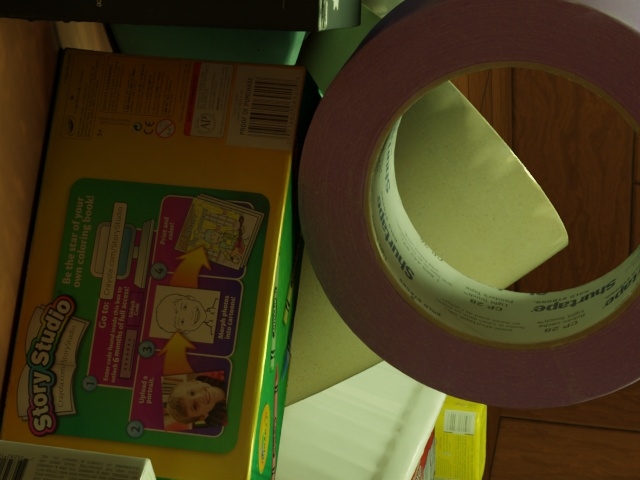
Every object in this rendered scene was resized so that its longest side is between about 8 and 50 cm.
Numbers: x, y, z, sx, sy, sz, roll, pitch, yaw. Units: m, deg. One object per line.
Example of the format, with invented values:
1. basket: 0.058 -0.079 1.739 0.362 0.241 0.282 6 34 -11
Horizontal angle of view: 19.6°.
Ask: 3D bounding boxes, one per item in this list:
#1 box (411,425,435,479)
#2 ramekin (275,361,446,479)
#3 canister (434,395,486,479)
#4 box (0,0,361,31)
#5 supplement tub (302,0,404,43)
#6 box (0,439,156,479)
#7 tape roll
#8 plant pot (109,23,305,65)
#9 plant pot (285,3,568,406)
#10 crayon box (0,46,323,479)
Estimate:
1. box: 0.053 0.291 2.128 0.257 0.123 0.128 -67 159 -54
2. ramekin: 0.011 0.220 1.711 0.277 0.135 0.277 24 90 -84
3. canister: 0.119 0.242 2.303 0.073 0.170 0.126 -64 156 -59
4. box: -0.081 -0.202 1.089 0.108 0.207 0.153 -31 125 -75
5. supplement tub: 0.048 -0.317 1.573 0.193 0.194 0.316 2 75 -78
6. box: -0.154 0.225 1.152 0.203 0.114 0.103 82 18 -50
7. tape roll: 0.128 -0.034 1.180 0.090 0.275 0.274 -58 151 -65
8. plant pot: -0.066 -0.216 1.286 0.234 0.165 0.165 95 9 -45
9. plant pot: 0.000 0.000 1.403 0.274 0.256 0.256 -42 161 -3
10. crayon box: -0.100 0.021 1.196 0.081 0.165 0.278 52 45 -74
